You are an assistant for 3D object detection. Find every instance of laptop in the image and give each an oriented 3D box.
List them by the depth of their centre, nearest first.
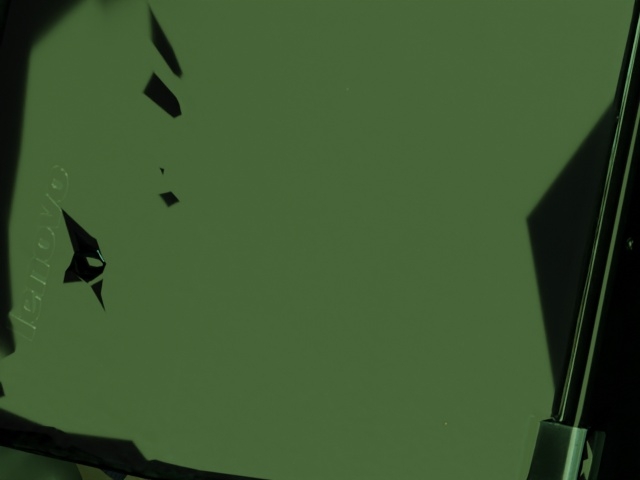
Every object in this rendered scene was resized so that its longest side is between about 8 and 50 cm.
[{"bbox_3d":[0.080,-0.059,0.836,0.236,0.408,0.382,9,84,42],"label":"laptop"}]

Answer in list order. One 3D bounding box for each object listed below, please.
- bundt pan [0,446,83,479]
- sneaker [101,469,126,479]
[{"bbox_3d":[-0.204,0.186,0.859,0.331,0.124,0.331,13,121,22],"label":"bundt pan"},{"bbox_3d":[0.001,-0.001,0.900,0.182,0.127,0.315,33,88,14],"label":"sneaker"}]
